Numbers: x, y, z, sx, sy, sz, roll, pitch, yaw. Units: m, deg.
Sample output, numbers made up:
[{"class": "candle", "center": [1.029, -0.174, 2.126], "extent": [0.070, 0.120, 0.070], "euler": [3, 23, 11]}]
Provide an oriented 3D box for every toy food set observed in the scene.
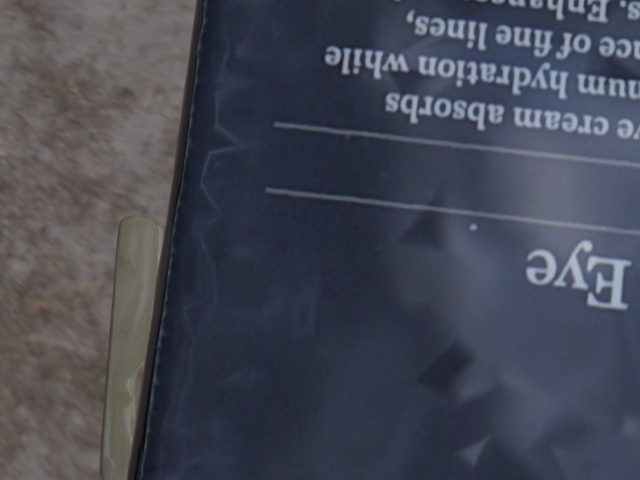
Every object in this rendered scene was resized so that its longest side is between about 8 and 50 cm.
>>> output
[{"class": "toy food set", "center": [-0.002, 0.062, 0.810], "extent": [0.192, 0.038, 0.132], "euler": [10, 73, -14]}]

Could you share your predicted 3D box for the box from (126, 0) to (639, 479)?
[{"class": "box", "center": [0.131, 0.057, 0.429], "extent": [0.343, 0.179, 0.312], "euler": [7, 78, 1]}]
